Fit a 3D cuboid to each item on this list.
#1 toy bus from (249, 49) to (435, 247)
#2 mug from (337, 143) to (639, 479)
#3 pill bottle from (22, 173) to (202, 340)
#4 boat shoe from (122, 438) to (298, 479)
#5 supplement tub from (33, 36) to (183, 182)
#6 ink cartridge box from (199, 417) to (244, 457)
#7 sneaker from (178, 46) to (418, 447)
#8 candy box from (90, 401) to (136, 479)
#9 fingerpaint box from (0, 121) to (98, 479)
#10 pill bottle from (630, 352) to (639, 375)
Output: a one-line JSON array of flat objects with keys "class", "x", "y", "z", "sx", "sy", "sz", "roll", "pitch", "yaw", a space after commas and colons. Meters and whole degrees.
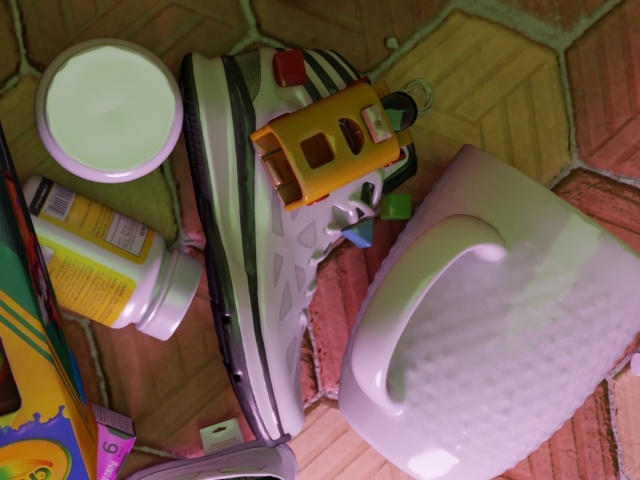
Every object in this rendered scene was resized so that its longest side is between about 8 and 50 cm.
[{"class": "toy bus", "x": 0.034, "y": -0.109, "z": 1.016, "sx": 0.191, "sy": 0.104, "sz": 0.202, "roll": 19, "pitch": 80, "yaw": -17}, {"class": "mug", "x": 0.157, "y": 0.091, "z": 1.079, "sx": 0.328, "sy": 0.276, "sz": 0.374, "roll": -55, "pitch": 149, "yaw": 5}, {"class": "pill bottle", "x": -0.242, "y": 0.023, "z": 1.082, "sx": 0.209, "sy": 0.119, "sz": 0.119, "roll": 27, "pitch": 90, "yaw": -16}, {"class": "boat shoe", "x": -0.151, "y": 0.298, "z": 1.135, "sx": 0.258, "sy": 0.084, "sz": 0.095, "roll": -26, "pitch": 100, "yaw": 5}, {"class": "supplement tub", "x": -0.219, "y": -0.134, "z": 1.026, "sx": 0.144, "sy": 0.200, "sz": 0.144, "roll": -2, "pitch": 97, "yaw": -14}, {"class": "ink cartridge box", "x": -0.113, "y": 0.252, "z": 1.189, "sx": 0.048, "sy": 0.028, "sz": 0.083, "roll": -17, "pitch": 101, "yaw": -11}, {"class": "sneaker", "x": 0.000, "y": 0.000, "z": 1.114, "sx": 0.258, "sy": 0.169, "sz": 0.447, "roll": -9, "pitch": 97, "yaw": -11}, {"class": "candy box", "x": -0.344, "y": 0.235, "z": 1.106, "sx": 0.234, "sy": 0.071, "sz": 0.159, "roll": 25, "pitch": 91, "yaw": -15}, {"class": "fingerpaint box", "x": -0.469, "y": 0.118, "z": 0.915, "sx": 0.445, "sy": 0.163, "sz": 0.371, "roll": -14, "pitch": 109, "yaw": -8}, {"class": "pill bottle", "x": 0.454, "y": 0.166, "z": 1.315, "sx": 0.083, "sy": 0.043, "sz": 0.043, "roll": 6, "pitch": 95, "yaw": -15}]
